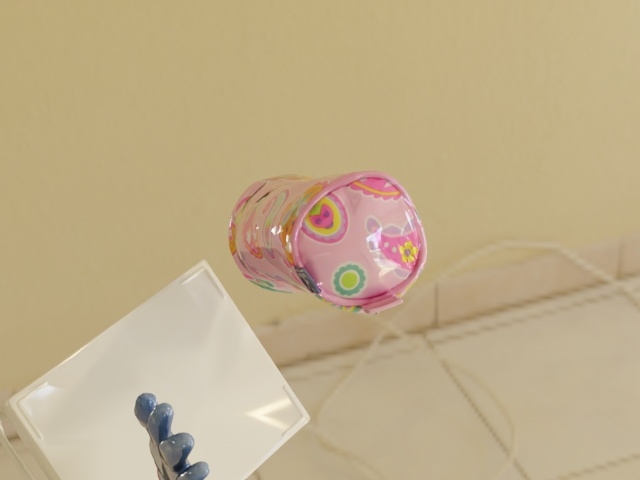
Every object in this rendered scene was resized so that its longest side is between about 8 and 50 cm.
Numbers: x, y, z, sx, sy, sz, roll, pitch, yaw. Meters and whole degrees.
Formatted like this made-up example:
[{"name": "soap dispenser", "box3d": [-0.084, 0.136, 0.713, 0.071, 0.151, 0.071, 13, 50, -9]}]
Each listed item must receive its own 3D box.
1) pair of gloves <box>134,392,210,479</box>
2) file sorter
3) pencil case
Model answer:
[{"name": "pair of gloves", "box3d": [-0.067, 0.193, 1.005, 0.023, 0.159, 0.198, -28, 71, -14]}, {"name": "file sorter", "box3d": [-0.190, 0.187, 1.490, 0.173, 0.192, 0.278, -30, 6, 44]}, {"name": "pencil case", "box3d": [0.000, 0.000, 1.351, 0.124, 0.124, 0.284, -13, 6, -15]}]
